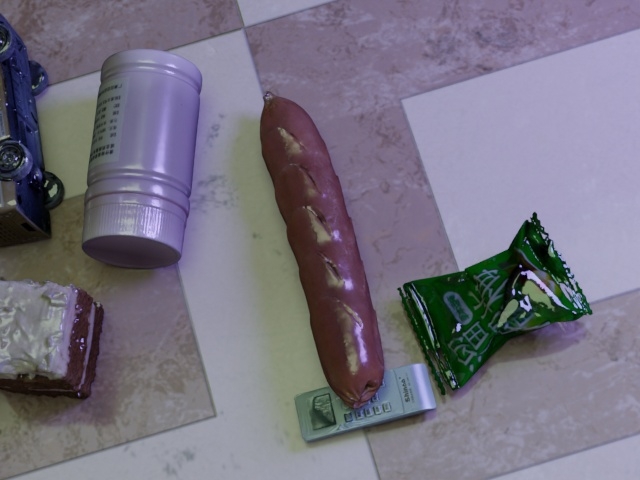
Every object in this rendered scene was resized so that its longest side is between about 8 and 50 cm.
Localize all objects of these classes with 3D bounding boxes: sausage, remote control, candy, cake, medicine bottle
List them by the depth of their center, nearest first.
[{"bbox_3d":[0.053,0.193,1.717,0.162,0.029,0.061,-15,63,5],"label":"remote control"},{"bbox_3d":[0.206,0.078,1.721,0.203,0.078,0.141,-28,58,8],"label":"candy"},{"bbox_3d":[-0.341,0.113,1.724,0.135,0.147,0.134,2,69,8],"label":"cake"},{"bbox_3d":[0.001,0.000,1.759,0.088,0.088,0.433,-16,66,0],"label":"sausage"},{"bbox_3d":[-0.221,-0.101,1.800,0.133,0.133,0.250,0,69,6],"label":"medicine bottle"}]

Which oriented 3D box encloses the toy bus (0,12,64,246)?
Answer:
[{"bbox_3d":[-0.430,-0.138,1.835,0.157,0.139,0.289,-14,72,6],"label":"toy bus"}]
